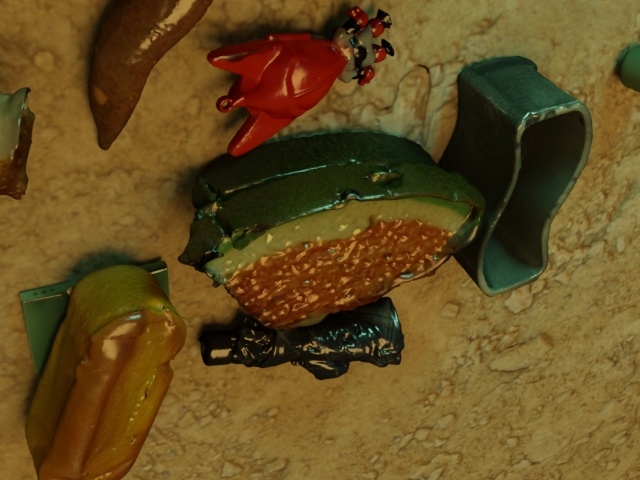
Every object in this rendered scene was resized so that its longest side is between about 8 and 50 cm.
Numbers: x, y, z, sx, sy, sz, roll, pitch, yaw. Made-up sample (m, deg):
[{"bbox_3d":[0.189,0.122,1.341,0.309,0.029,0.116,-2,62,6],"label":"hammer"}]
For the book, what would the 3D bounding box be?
[{"bbox_3d":[-0.208,0.075,0.952,0.135,0.017,0.103,-14,132,-19],"label":"book"}]

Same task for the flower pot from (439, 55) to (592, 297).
[{"bbox_3d":[0.185,-0.063,1.015,0.103,0.108,0.229,-10,132,-25],"label":"flower pot"}]

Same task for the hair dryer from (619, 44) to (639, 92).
[{"bbox_3d":[0.389,-0.204,1.059,0.150,0.071,0.047,-43,140,-16],"label":"hair dryer"}]

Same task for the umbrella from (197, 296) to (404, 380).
[{"bbox_3d":[-0.021,0.110,1.071,0.224,0.080,0.071,-2,162,-26],"label":"umbrella"}]

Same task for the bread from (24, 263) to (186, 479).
[{"bbox_3d":[-0.201,0.139,0.934,0.102,0.094,0.245,4,125,-37],"label":"bread"}]

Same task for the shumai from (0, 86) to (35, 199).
[{"bbox_3d":[-0.257,-0.076,0.694,0.116,0.145,0.145,1,134,10],"label":"shumai"}]

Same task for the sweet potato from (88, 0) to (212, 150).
[{"bbox_3d":[-0.118,-0.179,0.761,0.059,0.067,0.281,38,111,-8],"label":"sweet potato"}]

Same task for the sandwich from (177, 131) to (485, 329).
[{"bbox_3d":[0.010,-0.009,0.958,0.292,0.109,0.212,-21,144,-9],"label":"sandwich"}]

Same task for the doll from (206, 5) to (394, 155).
[{"bbox_3d":[-0.012,-0.144,0.856,0.169,0.057,0.109,-22,138,-13],"label":"doll"}]
